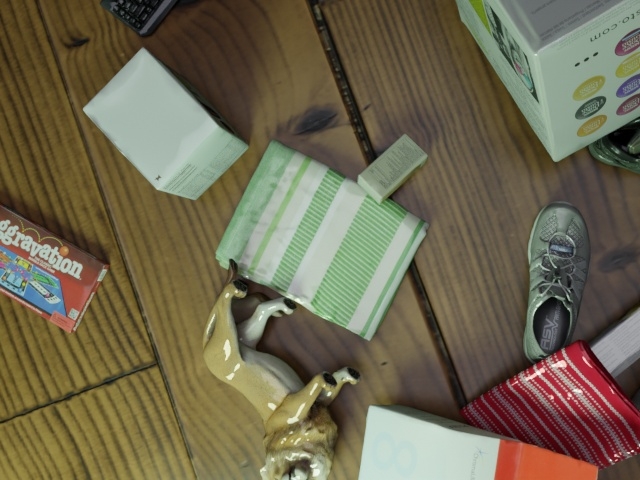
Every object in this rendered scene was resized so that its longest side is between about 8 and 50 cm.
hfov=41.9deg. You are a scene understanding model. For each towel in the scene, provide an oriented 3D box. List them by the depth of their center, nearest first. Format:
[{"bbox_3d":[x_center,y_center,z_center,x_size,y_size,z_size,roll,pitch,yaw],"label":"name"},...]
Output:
[{"bbox_3d":[0.375,0.295,1.337,0.199,0.031,0.275,53,128,6],"label":"towel"},{"bbox_3d":[0.000,0.000,1.483,0.324,0.038,0.248,27,91,11],"label":"towel"}]

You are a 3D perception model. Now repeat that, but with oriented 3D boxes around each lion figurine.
[{"bbox_3d":[-0.094,0.244,1.439,0.392,0.142,0.240,50,117,18],"label":"lion figurine"}]

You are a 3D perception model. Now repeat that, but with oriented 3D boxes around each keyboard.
[{"bbox_3d":[-0.306,-0.558,1.559,0.201,0.033,0.317,38,93,9],"label":"keyboard"}]

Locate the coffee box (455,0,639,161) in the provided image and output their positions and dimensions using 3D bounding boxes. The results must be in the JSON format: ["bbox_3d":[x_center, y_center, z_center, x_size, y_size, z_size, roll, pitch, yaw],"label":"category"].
[{"bbox_3d":[0.402,-0.390,1.243,0.337,0.334,0.338,-29,63,7],"label":"coffee box"}]

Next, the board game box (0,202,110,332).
[{"bbox_3d":[-0.548,0.043,1.572,0.281,0.027,0.145,28,91,9],"label":"board game box"}]

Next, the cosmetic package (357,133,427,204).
[{"bbox_3d":[0.124,-0.123,1.448,0.115,0.041,0.060,-41,79,-11],"label":"cosmetic package"}]

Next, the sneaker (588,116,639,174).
[{"bbox_3d":[0.558,-0.140,1.352,0.227,0.130,0.087,20,93,7],"label":"sneaker"}]

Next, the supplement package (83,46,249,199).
[{"bbox_3d":[-0.260,-0.195,1.447,0.149,0.203,0.194,-45,82,5],"label":"supplement package"}]

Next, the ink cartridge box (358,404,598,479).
[{"bbox_3d":[0.217,0.449,1.300,0.385,0.091,0.308,7,88,46],"label":"ink cartridge box"}]

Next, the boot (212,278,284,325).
[{"bbox_3d":[-0.135,0.129,1.498,0.118,0.042,0.087,35,99,10],"label":"boot"}]

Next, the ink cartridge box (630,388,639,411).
[{"bbox_3d":[0.627,0.251,1.299,0.197,0.114,0.273,34,108,9],"label":"ink cartridge box"}]

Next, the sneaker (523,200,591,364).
[{"bbox_3d":[0.395,0.074,1.373,0.105,0.115,0.282,4,88,9],"label":"sneaker"}]

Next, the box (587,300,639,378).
[{"bbox_3d":[0.493,0.173,1.380,0.324,0.063,0.067,-41,81,5],"label":"box"}]
